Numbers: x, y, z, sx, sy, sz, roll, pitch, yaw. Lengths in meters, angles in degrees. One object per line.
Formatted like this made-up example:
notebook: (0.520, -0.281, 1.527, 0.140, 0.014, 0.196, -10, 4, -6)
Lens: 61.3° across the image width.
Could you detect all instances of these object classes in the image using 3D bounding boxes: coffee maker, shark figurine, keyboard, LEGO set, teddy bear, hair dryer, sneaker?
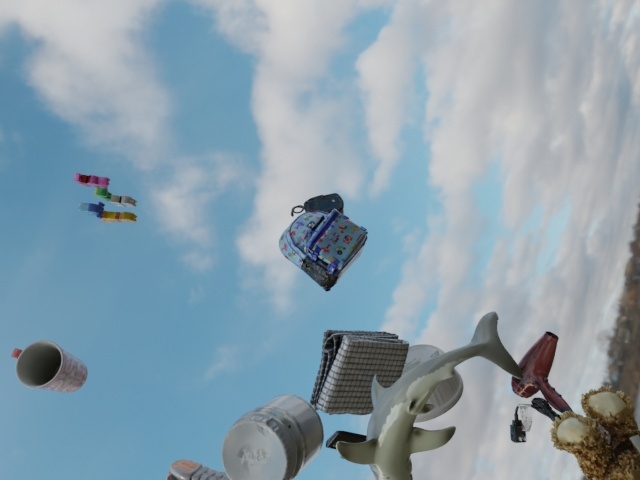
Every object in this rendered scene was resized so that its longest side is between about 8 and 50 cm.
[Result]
coffee maker: (0.006, -0.057, 1.816, 0.120, 0.171, 0.178, -74, -20, -44)
shark figurine: (0.113, 0.194, 0.693, 0.166, 0.116, 0.278, 26, -77, -23)
keyboard: (0.172, 0.786, 2.030, 0.033, 0.317, 0.201, -90, 23, -50)
LEGO set: (-0.499, -0.085, 1.307, 0.227, 0.093, 0.087, 67, -152, -79)
teddy bear: (0.556, 0.421, 0.935, 0.245, 0.338, 0.113, -43, -20, -31)
hair dryer: (0.578, 0.378, 1.370, 0.080, 0.224, 0.293, 13, -109, -25)
sneaker: (-0.327, 0.802, 1.634, 0.124, 0.321, 0.180, 11, -87, -71)

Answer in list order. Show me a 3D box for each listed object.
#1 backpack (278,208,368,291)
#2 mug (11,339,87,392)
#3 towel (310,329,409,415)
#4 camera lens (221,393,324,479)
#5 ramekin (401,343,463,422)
backpack: (0.000, 0.000, 1.216, 0.158, 0.173, 0.117, -46, -14, -31)
mug: (-0.673, 0.312, 1.357, 0.113, 0.150, 0.169, -39, -19, -14)
towel: (0.109, 0.377, 1.558, 0.284, 0.121, 0.235, 11, -81, -38)
camera lens: (-0.127, 0.570, 1.532, 0.274, 0.219, 0.219, 5, -84, -70)
ramekin: (0.311, 0.446, 1.733, 0.273, 0.273, 0.127, -40, -67, -43)
